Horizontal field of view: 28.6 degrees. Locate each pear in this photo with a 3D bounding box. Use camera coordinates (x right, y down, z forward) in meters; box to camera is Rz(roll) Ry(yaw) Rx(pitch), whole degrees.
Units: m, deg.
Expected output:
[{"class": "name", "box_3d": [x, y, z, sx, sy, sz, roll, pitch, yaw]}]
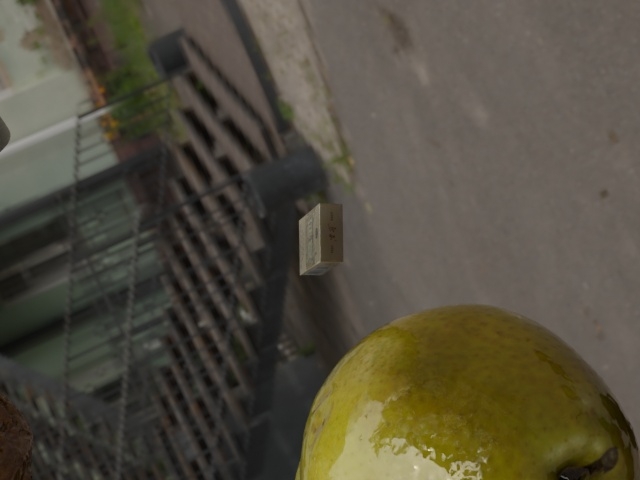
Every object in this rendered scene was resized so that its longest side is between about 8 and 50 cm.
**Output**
[{"class": "pear", "box_3d": [0.149, 0.251, 1.359, 0.418, 0.362, 0.362, -22, 93, 56]}]

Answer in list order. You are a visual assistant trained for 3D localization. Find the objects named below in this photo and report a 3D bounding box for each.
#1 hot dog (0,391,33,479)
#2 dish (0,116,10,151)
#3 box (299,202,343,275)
[{"class": "hot dog", "box_3d": [-0.194, 0.126, 0.641, 0.065, 0.099, 0.147, 35, -175, -39]}, {"class": "dish", "box_3d": [-0.264, -0.063, 0.664, 0.234, 0.154, 0.064, 98, 176, -78]}, {"class": "box", "box_3d": [0.000, 0.000, 1.122, 0.083, 0.024, 0.053, 137, 133, -74]}]
